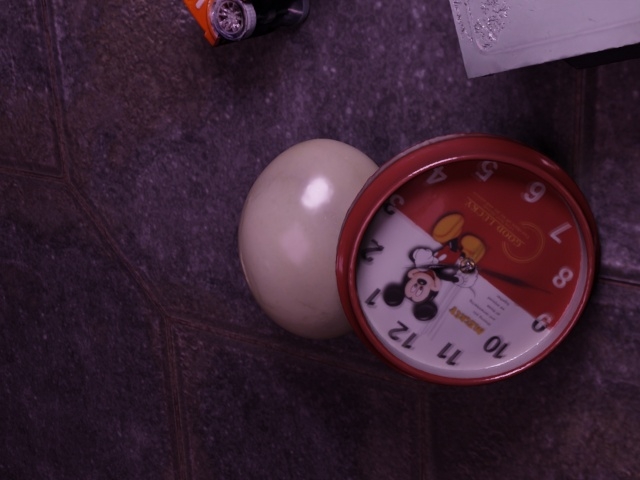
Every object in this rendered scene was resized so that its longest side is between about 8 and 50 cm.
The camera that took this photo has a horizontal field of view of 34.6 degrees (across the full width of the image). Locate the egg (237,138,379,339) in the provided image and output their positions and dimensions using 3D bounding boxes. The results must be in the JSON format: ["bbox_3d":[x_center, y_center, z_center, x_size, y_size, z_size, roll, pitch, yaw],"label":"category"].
[{"bbox_3d":[0.000,0.000,1.343,0.219,0.219,0.269,11,108,34],"label":"egg"}]

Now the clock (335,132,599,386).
[{"bbox_3d":[0.175,0.027,1.234,0.318,0.080,0.319,-1,109,-3],"label":"clock"}]

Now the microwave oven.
[{"bbox_3d":[0.289,-0.302,1.031,0.295,0.181,0.238,-6,105,39],"label":"microwave oven"}]

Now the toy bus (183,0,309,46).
[{"bbox_3d":[-0.042,-0.391,1.275,0.153,0.143,0.329,53,131,8],"label":"toy bus"}]
